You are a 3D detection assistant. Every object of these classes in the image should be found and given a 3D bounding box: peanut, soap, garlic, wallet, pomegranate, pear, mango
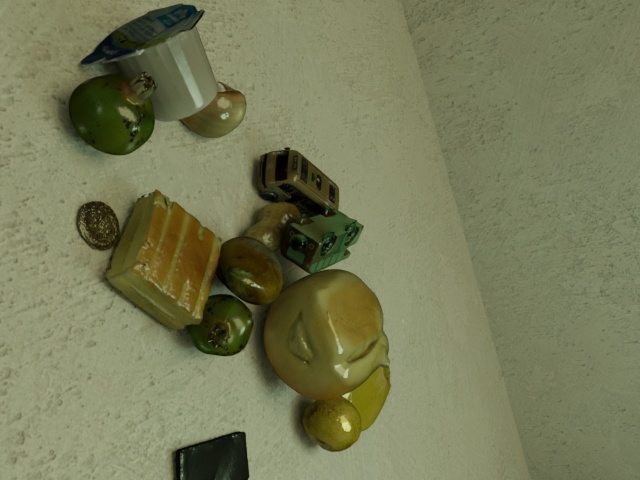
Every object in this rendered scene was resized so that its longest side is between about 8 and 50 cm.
[{"bbox_3d":[-0.147,-0.036,1.797,0.236,0.110,0.120,-43,127,-47],"label":"peanut"},{"bbox_3d":[0.148,0.446,2.097,0.427,0.115,0.305,-49,124,-54],"label":"soap"},{"bbox_3d":[-0.285,-0.368,1.684,0.164,0.145,0.245,44,30,4],"label":"garlic"},{"bbox_3d":[-0.255,0.540,1.469,0.244,0.025,0.124,10,71,-60],"label":"wallet"},{"bbox_3d":[-0.427,-0.283,1.309,0.180,0.210,0.179,32,42,-35],"label":"pomegranate"},{"bbox_3d":[-0.237,0.209,1.466,0.205,0.159,0.159,-126,-161,-81],"label":"pomegranate"},{"bbox_3d":[0.031,0.539,1.818,0.178,0.178,0.177,29,55,-52],"label":"pear"},{"bbox_3d":[-0.181,0.079,1.557,0.193,0.146,0.316,34,3,-9],"label":"mango"}]

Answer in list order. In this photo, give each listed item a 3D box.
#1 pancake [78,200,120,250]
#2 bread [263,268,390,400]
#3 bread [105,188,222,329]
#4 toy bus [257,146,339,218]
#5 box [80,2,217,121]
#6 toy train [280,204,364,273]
[{"bbox_3d":[-0.477,-0.032,1.325,0.115,0.011,0.114,29,55,-52],"label":"pancake"},{"bbox_3d":[0.010,0.268,1.793,0.376,0.253,0.347,-23,92,-62],"label":"bread"},{"bbox_3d":[-0.350,0.041,1.413,0.239,0.111,0.246,50,39,-41],"label":"bread"},{"bbox_3d":[-0.065,-0.169,1.926,0.289,0.157,0.139,36,49,-49],"label":"toy bus"},{"bbox_3d":[-0.378,-0.397,1.450,0.291,0.262,0.206,-37,130,-17],"label":"box"},{"bbox_3d":[0.000,0.000,1.838,0.326,0.129,0.159,-22,138,-58],"label":"toy train"}]
